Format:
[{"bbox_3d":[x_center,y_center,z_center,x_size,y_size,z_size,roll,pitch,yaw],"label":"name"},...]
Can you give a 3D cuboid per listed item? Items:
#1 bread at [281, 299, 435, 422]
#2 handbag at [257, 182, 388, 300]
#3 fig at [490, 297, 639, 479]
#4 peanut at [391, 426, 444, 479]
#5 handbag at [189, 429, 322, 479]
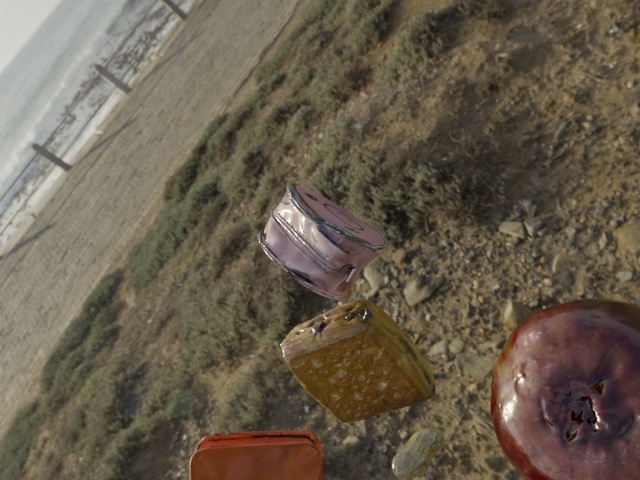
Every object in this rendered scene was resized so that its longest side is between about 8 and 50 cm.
[{"bbox_3d":[0.067,0.212,0.886,0.211,0.235,0.099,-27,27,24],"label":"bread"},{"bbox_3d":[0.001,-0.001,0.817,0.205,0.179,0.116,44,109,34],"label":"handbag"},{"bbox_3d":[0.239,0.137,0.407,0.175,0.207,0.174,-10,74,39],"label":"fig"},{"bbox_3d":[0.306,0.656,1.554,0.214,0.090,0.099,-34,15,-36],"label":"peanut"},{"bbox_3d":[-0.196,0.768,1.586,0.116,0.411,0.303,-155,64,-87],"label":"handbag"}]
